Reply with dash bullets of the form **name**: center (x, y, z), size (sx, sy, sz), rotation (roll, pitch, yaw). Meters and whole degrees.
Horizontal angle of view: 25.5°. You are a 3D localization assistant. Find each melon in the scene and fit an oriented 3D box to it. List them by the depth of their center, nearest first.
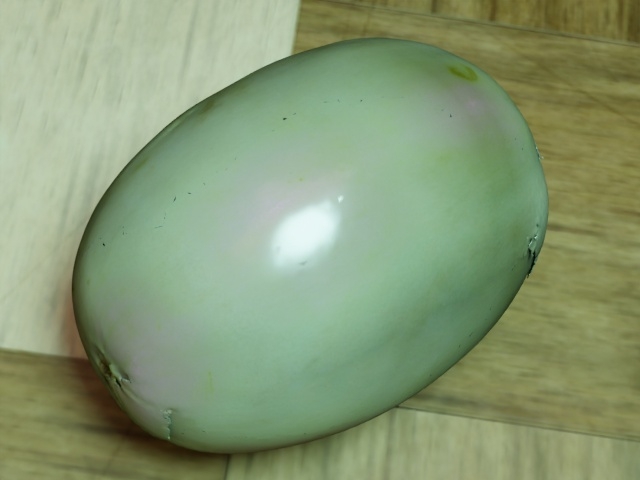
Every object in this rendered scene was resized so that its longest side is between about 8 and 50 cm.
- **melon**: center (0.000, 0.000, 0.877), size (0.317, 0.223, 0.223), rotation (-31, 68, -23)
